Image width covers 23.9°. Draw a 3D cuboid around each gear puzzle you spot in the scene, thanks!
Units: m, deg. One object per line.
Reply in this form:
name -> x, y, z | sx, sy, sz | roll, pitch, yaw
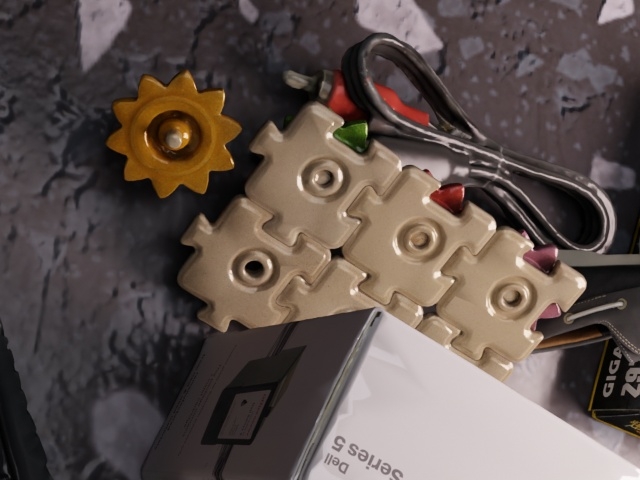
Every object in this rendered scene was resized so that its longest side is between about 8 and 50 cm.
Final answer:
gear puzzle -> 0.000, 0.000, 1.019 | 0.339, 0.044, 0.175 | 32, 109, -18

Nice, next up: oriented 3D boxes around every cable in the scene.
cable -> 0.092, -0.062, 1.096 | 0.287, 0.072, 0.139 | 11, 85, -32

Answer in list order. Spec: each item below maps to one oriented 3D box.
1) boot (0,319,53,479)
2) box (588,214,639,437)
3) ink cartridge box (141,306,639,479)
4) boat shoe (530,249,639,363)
boot -> -0.280, 0.116, 0.883 | 0.207, 0.094, 0.246 | -22, 98, -28
box -> 0.389, 0.070, 1.189 | 0.322, 0.079, 0.257 | 22, 73, -19
ink cartridge box -> 0.033, 0.143, 0.918 | 0.198, 0.273, 0.114 | 32, 72, -17
boat shoe -> 0.235, 0.050, 1.057 | 0.084, 0.233, 0.079 | 32, 61, -55
